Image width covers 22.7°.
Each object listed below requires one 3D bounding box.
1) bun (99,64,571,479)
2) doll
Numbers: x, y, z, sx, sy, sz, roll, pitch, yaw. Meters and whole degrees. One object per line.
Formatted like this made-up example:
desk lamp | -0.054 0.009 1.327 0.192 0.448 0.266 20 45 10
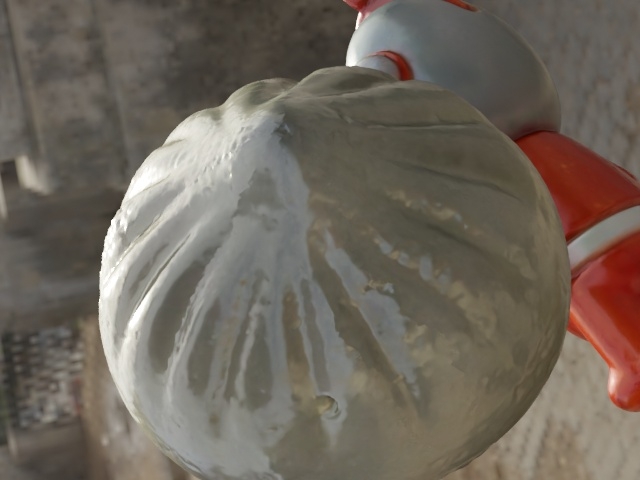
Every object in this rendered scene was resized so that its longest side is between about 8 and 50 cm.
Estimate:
bun | 0.000 0.000 0.445 0.094 0.138 0.138 75 175 -53
doll | 0.111 -0.044 0.945 0.336 0.200 0.105 52 126 21
